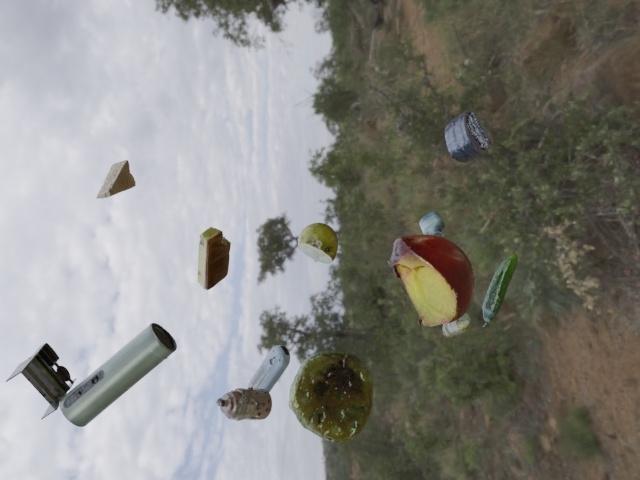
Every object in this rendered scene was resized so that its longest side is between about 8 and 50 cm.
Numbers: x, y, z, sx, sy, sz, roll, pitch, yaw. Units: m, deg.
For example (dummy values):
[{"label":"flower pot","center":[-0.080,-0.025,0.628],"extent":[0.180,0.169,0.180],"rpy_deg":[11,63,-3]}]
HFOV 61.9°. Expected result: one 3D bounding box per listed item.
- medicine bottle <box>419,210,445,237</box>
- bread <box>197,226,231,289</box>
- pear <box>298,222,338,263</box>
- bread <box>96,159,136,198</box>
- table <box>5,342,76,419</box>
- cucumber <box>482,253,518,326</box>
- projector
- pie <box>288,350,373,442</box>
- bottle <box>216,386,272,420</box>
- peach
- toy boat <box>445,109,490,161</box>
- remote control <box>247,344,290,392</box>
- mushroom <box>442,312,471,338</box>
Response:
[{"label":"medicine bottle","center":[0.437,-0.052,2.071],"extent":[0.053,0.090,0.208],"rpy_deg":[49,-165,-16]},{"label":"bread","center":[-0.291,0.043,1.457],"extent":[0.088,0.049,0.226],"rpy_deg":[-35,-24,-36]},{"label":"pear","center":[0.000,0.000,1.702],"extent":[0.104,0.141,0.141],"rpy_deg":[-61,-14,-17]},{"label":"bread","center":[-0.759,-0.222,1.948],"extent":[0.152,0.078,0.105],"rpy_deg":[-46,-57,-61]},{"label":"table","center":[-0.792,0.397,1.526],"extent":[0.146,0.063,0.175],"rpy_deg":[58,180,-16]},{"label":"cucumber","center":[0.541,0.156,1.635],"extent":[0.056,0.056,0.249],"rpy_deg":[-80,7,-78]},{"label":"projector","center":[-0.564,0.374,1.495],"extent":[0.108,0.338,0.108],"rpy_deg":[50,179,1]},{"label":"pie","center":[0.047,0.528,1.834],"extent":[0.070,0.324,0.322],"rpy_deg":[163,104,-71]},{"label":"bottle","center":[-0.222,0.474,1.543],"extent":[0.152,0.099,0.098],"rpy_deg":[18,-120,-42]},{"label":"peach","center":[0.286,0.072,1.311],"extent":[0.267,0.159,0.154],"rpy_deg":[58,-134,-21]},{"label":"toy boat","center":[0.398,-0.279,1.438],"extent":[0.127,0.078,0.283],"rpy_deg":[60,-151,-8]},{"label":"remote control","center":[-0.186,0.471,1.890],"extent":[0.244,0.047,0.087],"rpy_deg":[-57,47,20]},{"label":"mushroom","center":[0.523,0.310,2.041],"extent":[0.333,0.088,0.107],"rpy_deg":[67,-157,-73]}]
